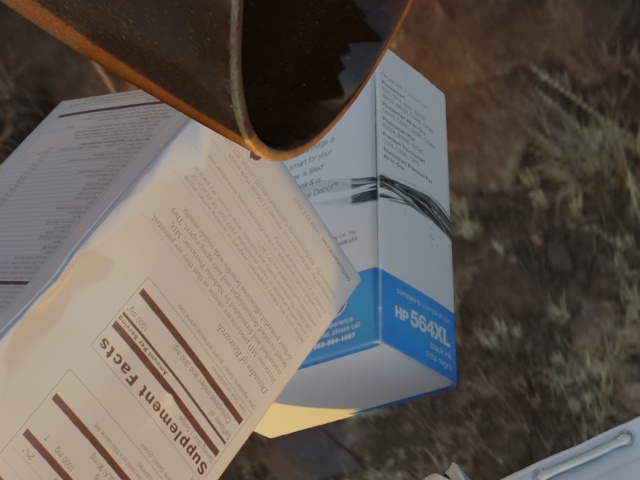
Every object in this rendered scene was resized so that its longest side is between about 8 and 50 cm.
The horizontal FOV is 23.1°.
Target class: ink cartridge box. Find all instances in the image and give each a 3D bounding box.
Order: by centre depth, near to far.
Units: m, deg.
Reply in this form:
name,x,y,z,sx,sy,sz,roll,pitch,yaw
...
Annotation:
name,x,y,z,sx,sy,sz,roll,pitch,yaw
ink cartridge box,0.000,0.000,0.953,0.148,0.086,0.203,-19,56,34

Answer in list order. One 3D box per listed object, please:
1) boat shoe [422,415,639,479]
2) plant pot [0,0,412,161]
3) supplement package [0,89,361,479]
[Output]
name,x,y,z,sx,sy,sz,roll,pitch,yaw
boat shoe,0.078,0.164,0.848,0.258,0.095,0.084,-19,69,3
plant pot,-0.081,-0.166,0.521,0.230,0.215,0.215,21,79,14
supplement package,-0.119,0.056,0.728,0.139,0.134,0.244,-1,42,47
